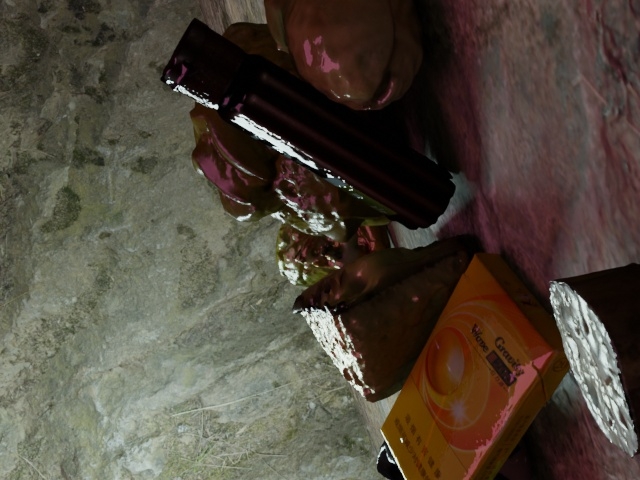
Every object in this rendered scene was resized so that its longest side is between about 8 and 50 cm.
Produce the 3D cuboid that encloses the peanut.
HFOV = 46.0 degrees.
[{"bbox_3d":[0.016,-0.246,0.809,0.313,0.149,0.149,-116,9,-57],"label":"peanut"}]

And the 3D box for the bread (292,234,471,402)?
[{"bbox_3d":[0.096,0.085,0.931,0.162,0.204,0.262,58,170,-6],"label":"bread"}]

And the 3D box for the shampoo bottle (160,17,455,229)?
[{"bbox_3d":[-0.011,-0.119,0.811,0.323,0.084,0.129,28,-175,-21],"label":"shampoo bottle"}]

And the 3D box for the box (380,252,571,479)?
[{"bbox_3d":[0.153,0.164,0.792,0.152,0.043,0.269,59,136,48],"label":"box"}]

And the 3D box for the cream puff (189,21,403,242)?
[{"bbox_3d":[-0.043,-0.136,1.015,0.270,0.274,0.323,-108,-3,-70],"label":"cream puff"}]

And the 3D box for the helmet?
[{"bbox_3d":[0.185,0.286,0.986,0.198,0.154,0.253,27,171,13],"label":"helmet"}]

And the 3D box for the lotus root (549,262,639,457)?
[{"bbox_3d":[0.208,0.072,0.501,0.112,0.081,0.122,-140,29,-78],"label":"lotus root"}]

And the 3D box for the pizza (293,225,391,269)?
[{"bbox_3d":[0.026,-0.009,1.268,0.036,0.176,0.184,-14,-88,-72],"label":"pizza"}]

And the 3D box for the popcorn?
[{"bbox_3d":[0.000,0.000,1.401,0.212,0.198,0.198,-108,2,-59],"label":"popcorn"}]
